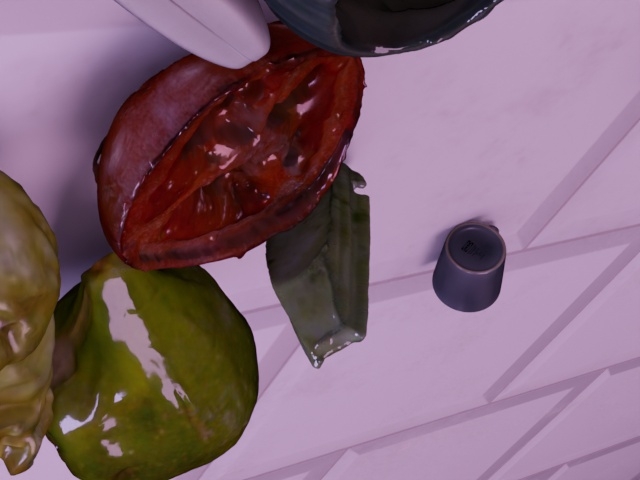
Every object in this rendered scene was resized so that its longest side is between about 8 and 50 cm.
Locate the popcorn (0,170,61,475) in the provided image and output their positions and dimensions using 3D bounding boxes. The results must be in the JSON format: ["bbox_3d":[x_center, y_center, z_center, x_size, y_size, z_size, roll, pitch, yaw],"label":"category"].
[{"bbox_3d":[-0.300,0.076,0.963,0.225,0.173,0.286,-12,151,-20],"label":"popcorn"}]

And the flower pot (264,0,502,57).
[{"bbox_3d":[0.047,-0.216,0.774,0.189,0.157,0.243,3,144,-31],"label":"flower pot"}]

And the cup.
[{"bbox_3d":[0.172,0.019,1.511,0.100,0.078,0.077,-56,165,-30],"label":"cup"}]

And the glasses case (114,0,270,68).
[{"bbox_3d":[-0.097,-0.168,0.797,0.059,0.092,0.233,-33,155,12],"label":"glasses case"}]

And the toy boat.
[{"bbox_3d":[0.000,0.000,1.107,0.093,0.293,0.055,-34,111,15],"label":"toy boat"}]

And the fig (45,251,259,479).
[{"bbox_3d":[-0.145,0.083,1.108,0.206,0.206,0.275,-22,154,-17],"label":"fig"}]

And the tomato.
[{"bbox_3d":[-0.072,-0.081,0.997,0.228,0.101,0.228,-32,157,-15],"label":"tomato"}]
